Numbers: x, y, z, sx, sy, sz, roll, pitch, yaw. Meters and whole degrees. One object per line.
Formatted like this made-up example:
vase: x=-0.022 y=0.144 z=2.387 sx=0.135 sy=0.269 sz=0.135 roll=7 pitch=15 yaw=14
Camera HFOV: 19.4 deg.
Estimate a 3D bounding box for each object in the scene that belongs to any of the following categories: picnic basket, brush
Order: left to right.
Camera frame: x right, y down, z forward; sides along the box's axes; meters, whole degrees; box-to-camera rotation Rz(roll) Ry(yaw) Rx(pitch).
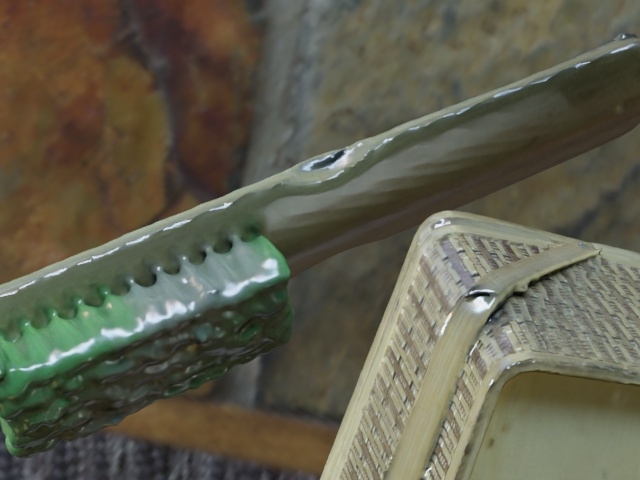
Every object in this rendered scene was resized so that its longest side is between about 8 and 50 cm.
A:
brush: x=0.000 y=0.000 z=0.665 sx=0.282 sy=0.048 sz=0.054 roll=-24 pitch=145 yaw=-14
picnic basket: x=0.087 y=0.068 z=0.520 sx=0.164 sy=0.079 sz=0.115 roll=12 pitch=112 yaw=-20
